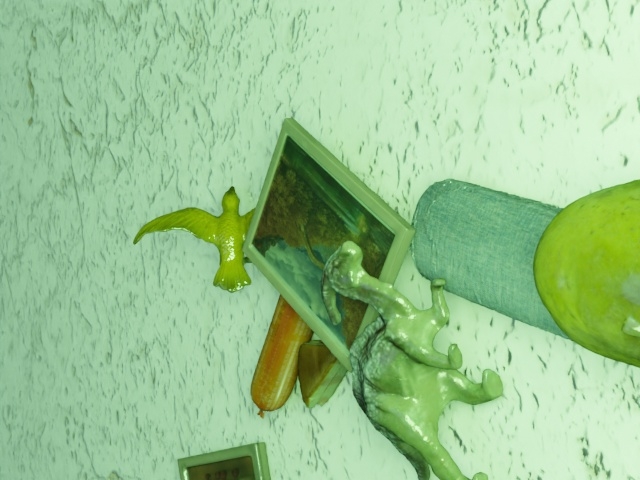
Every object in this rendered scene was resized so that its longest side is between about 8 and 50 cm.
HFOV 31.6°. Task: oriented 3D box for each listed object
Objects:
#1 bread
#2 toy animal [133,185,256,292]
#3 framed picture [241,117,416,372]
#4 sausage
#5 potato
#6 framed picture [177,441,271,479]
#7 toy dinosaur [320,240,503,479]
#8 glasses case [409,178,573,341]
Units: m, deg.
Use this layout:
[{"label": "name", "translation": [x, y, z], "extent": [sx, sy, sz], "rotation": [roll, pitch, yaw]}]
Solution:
[{"label": "bread", "translation": [0.001, 0.142, 1.320], "extent": [0.062, 0.043, 0.109], "rotation": [54, 133, 33]}, {"label": "toy animal", "translation": [-0.120, -0.007, 1.442], "extent": [0.155, 0.219, 0.095], "rotation": [-86, -9, -66]}, {"label": "framed picture", "translation": [0.000, 0.000, 1.246], "extent": [0.250, 0.016, 0.184], "rotation": [47, 126, 42]}, {"label": "sausage", "translation": [-0.022, 0.068, 1.339], "extent": [0.053, 0.053, 0.347], "rotation": [44, 125, 43]}, {"label": "potato", "translation": [0.275, 0.036, 0.850], "extent": [0.272, 0.111, 0.160], "rotation": [17, 103, 36]}, {"label": "framed picture", "translation": [-0.112, 0.424, 1.508], "extent": [0.211, 0.020, 0.289], "rotation": [-23, 74, 52]}, {"label": "toy dinosaur", "translation": [0.092, 0.135, 1.134], "extent": [0.162, 0.077, 0.294], "rotation": [-3, 103, 45]}, {"label": "glasses case", "translation": [0.184, 0.015, 1.053], "extent": [0.282, 0.067, 0.109], "rotation": [22, 106, 52]}]
